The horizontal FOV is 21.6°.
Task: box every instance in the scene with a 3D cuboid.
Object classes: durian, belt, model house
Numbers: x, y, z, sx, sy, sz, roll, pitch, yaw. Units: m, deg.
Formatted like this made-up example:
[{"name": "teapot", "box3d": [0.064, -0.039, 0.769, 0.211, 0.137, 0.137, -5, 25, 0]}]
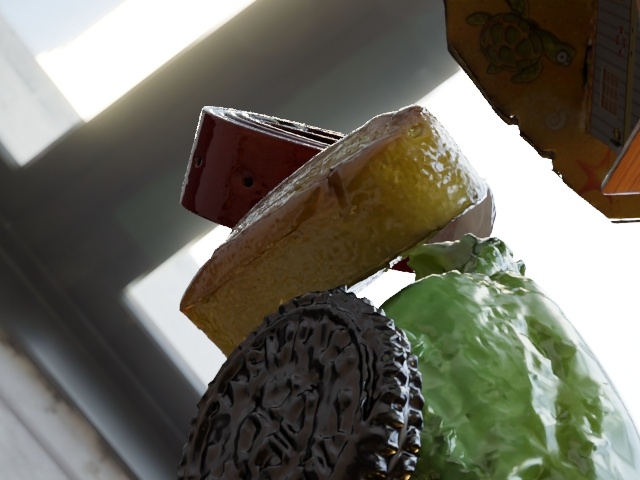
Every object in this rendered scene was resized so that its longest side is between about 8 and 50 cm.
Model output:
[{"name": "durian", "box3d": [0.105, 0.148, 1.132, 0.204, 0.339, 0.256, -47, 151, 24]}, {"name": "belt", "box3d": [0.019, -0.047, 1.735, 0.227, 0.324, 0.115, -40, 144, -77]}, {"name": "model house", "box3d": [0.155, -0.090, 0.609, 0.219, 0.207, 0.136, -1, -164, -7]}]

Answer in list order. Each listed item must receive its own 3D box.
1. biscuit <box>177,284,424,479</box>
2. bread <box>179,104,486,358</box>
[{"name": "biscuit", "box3d": [-0.014, 0.119, 0.961, 0.194, 0.053, 0.194, -34, -140, 34]}, {"name": "bread", "box3d": [0.000, 0.000, 1.126, 0.245, 0.094, 0.102, -37, -178, 39]}]
